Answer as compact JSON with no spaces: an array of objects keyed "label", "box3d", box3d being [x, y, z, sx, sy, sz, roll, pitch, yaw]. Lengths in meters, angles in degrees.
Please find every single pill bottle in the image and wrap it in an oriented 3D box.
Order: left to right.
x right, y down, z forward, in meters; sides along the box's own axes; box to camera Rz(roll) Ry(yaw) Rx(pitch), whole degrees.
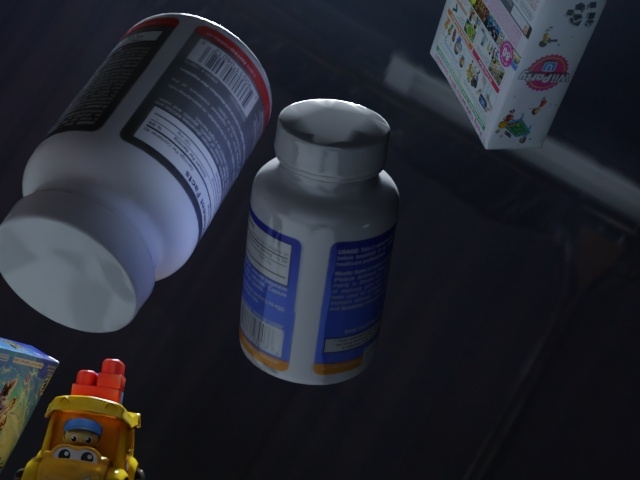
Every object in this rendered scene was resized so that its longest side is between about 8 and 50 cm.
[{"label":"pill bottle","box3d":[-0.211,-0.082,1.410,0.210,0.363,0.210,14,-43,14]},{"label":"pill bottle","box3d":[0.000,0.000,1.264,0.152,0.272,0.152,6,30,-3]}]

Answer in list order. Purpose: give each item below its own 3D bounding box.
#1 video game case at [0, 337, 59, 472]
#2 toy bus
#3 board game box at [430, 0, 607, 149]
[{"label":"video game case","box3d":[-0.476,0.249,1.656,0.061,0.244,0.269,28,-6,12]},{"label":"toy bus","box3d":[-0.287,0.250,1.519,0.149,0.211,0.220,9,-7,-2]},{"label":"board game box","box3d":[0.264,-0.308,1.648,0.098,0.303,0.224,-3,46,-21]}]
